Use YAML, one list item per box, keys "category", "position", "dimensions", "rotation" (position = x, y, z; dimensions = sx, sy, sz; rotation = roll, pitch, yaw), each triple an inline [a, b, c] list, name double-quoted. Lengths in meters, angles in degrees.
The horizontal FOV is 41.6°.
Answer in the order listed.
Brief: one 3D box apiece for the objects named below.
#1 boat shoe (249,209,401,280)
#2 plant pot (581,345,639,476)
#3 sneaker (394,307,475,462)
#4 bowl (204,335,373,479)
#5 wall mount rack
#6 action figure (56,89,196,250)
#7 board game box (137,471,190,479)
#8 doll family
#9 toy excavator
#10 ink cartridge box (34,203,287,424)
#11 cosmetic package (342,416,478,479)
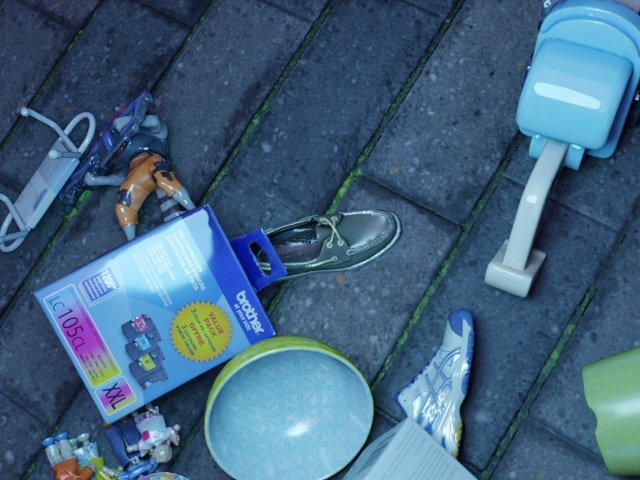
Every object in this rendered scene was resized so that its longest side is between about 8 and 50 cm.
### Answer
- category: "boat shoe"
  position: [0.001, 0.004, 1.600]
  dimensions: [0.305, 0.091, 0.109]
  rotation: [-16, 70, 9]
- category: "plant pot"
  position: [0.557, 0.255, 1.315]
  dimensions: [0.254, 0.276, 0.276]
  rotation: [-17, 70, 21]
- category: "sneaker"
  position: [0.195, 0.255, 1.465]
  dimensions: [0.131, 0.112, 0.296]
  rotation: [9, 75, 17]
- category: "bowl"
  position: [-0.065, 0.276, 1.483]
  dimensions: [0.290, 0.289, 0.156]
  rotation: [-34, 25, 2]
- category: "wall mount rack"
  position: [-0.587, -0.120, 1.704]
  dimensions: [0.350, 0.130, 0.304]
  rotation: [-55, 42, 6]
- category: "action figure"
  position: [-0.386, -0.124, 1.734]
  dimensions: [0.341, 0.179, 0.330]
  rotation: [-34, 59, 34]
- category: "board game box"
  position: [-0.286, 0.503, 1.508]
  dimensions: [0.133, 0.033, 0.168]
  rotation: [-6, 94, -6]
- category: "doll family"
  position: [-0.379, 0.416, 1.573]
  dimensions: [0.263, 0.118, 0.163]
  rotation: [-24, 62, -13]
- category: "toy excavator"
  position: [0.413, -0.178, 1.465]
  dimensions: [0.222, 0.432, 0.445]
  rotation: [22, 52, 19]
- category: "ink cartridge box"
  position: [-0.260, 0.109, 1.513]
  dimensions: [0.396, 0.151, 0.269]
  rotation: [-29, 95, -8]
- category: "cosmetic package"
  position: [0.139, 0.417, 1.355]
  dimensions: [0.184, 0.151, 0.151]
  rotation: [44, 48, 4]
